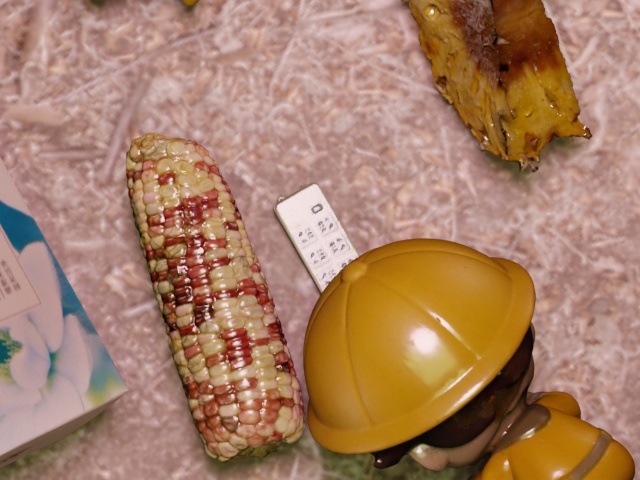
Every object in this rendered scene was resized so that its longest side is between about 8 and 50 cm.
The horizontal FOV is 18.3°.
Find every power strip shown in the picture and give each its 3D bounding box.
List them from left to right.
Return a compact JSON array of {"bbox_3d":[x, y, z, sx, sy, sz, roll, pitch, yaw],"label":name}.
[{"bbox_3d":[0.000,0.000,1.492,0.040,0.016,0.090,-30,87,-6],"label":"power strip"}]

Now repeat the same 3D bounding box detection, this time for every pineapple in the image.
[{"bbox_3d":[0.118,-0.174,1.466,0.079,0.135,0.233,-24,114,-27],"label":"pineapple"}]

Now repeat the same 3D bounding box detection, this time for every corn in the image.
[{"bbox_3d":[-0.080,0.037,1.450,0.086,0.086,0.253,-17,82,-6],"label":"corn"}]

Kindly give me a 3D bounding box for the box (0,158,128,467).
[{"bbox_3d":[-0.290,0.038,1.368,0.203,0.116,0.274,-25,84,-49],"label":"box"}]

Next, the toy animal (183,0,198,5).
[{"bbox_3d":[-0.173,-0.261,1.448,0.230,0.156,0.156,27,83,-4],"label":"toy animal"}]

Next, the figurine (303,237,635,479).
[{"bbox_3d":[0.107,0.109,1.408,0.257,0.167,0.192,37,49,3],"label":"figurine"}]
